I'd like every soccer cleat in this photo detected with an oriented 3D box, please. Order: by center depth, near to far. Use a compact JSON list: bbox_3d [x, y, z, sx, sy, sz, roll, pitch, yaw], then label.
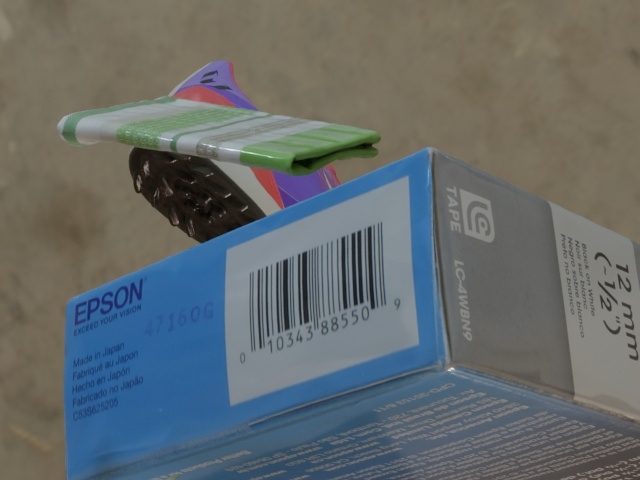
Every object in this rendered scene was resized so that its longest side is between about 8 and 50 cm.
[{"bbox_3d":[0.000,0.000,1.156,0.318,0.108,0.116,43,51,-20],"label":"soccer cleat"}]

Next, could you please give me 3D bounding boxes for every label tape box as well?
[{"bbox_3d":[0.073,0.084,0.836,0.347,0.249,0.115,18,58,-45],"label":"label tape box"}]

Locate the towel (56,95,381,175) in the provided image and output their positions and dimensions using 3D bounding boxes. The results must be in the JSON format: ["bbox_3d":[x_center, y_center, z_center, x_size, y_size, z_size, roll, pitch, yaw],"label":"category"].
[{"bbox_3d":[-0.056,-0.056,0.871,0.152,0.113,0.023,12,106,27],"label":"towel"}]
